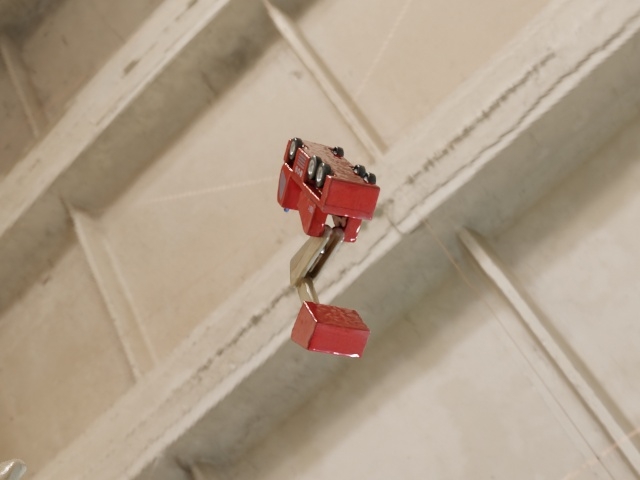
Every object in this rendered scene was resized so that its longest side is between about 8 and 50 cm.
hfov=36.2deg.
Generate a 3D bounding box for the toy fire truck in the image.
[{"bbox_3d":[0.000,0.000,0.803,0.192,0.047,0.135,-131,-126,-65],"label":"toy fire truck"}]

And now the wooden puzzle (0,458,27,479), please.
[{"bbox_3d":[-0.272,0.254,0.557,0.221,0.044,0.239,-19,-136,20],"label":"wooden puzzle"}]
